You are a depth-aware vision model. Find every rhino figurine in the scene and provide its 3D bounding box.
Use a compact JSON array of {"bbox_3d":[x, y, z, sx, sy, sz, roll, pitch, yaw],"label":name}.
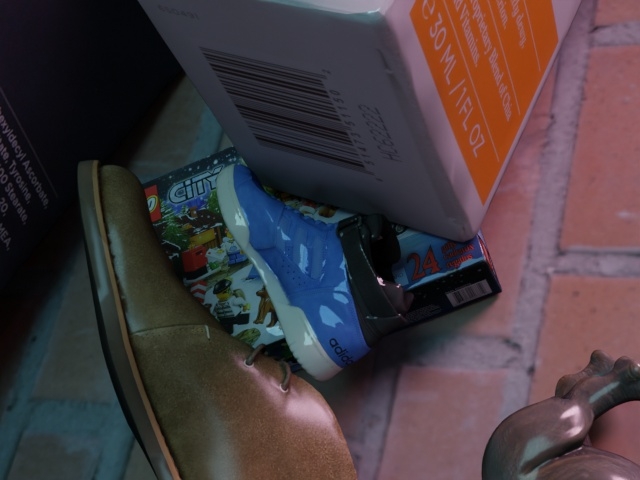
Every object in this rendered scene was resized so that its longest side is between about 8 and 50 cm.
[{"bbox_3d":[0.173,0.161,0.656,0.106,0.073,0.243,-35,54,-4],"label":"rhino figurine"}]

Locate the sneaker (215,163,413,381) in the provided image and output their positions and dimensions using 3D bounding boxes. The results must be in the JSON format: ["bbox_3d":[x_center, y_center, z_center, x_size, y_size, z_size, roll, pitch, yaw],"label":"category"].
[{"bbox_3d":[0.000,0.000,0.781,0.084,0.058,0.152,-33,58,9],"label":"sneaker"}]

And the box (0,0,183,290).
[{"bbox_3d":[-0.440,-0.105,0.898,0.479,0.297,0.472,13,55,30],"label":"box"}]

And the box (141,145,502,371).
[{"bbox_3d":[-0.017,0.001,0.855,0.233,0.044,0.159,-22,55,10],"label":"box"}]

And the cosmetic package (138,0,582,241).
[{"bbox_3d":[0.087,-0.257,0.792,0.161,0.230,0.453,16,70,26],"label":"cosmetic package"}]

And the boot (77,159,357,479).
[{"bbox_3d":[-0.060,0.086,0.759,0.115,0.112,0.305,-20,78,-6],"label":"boot"}]
